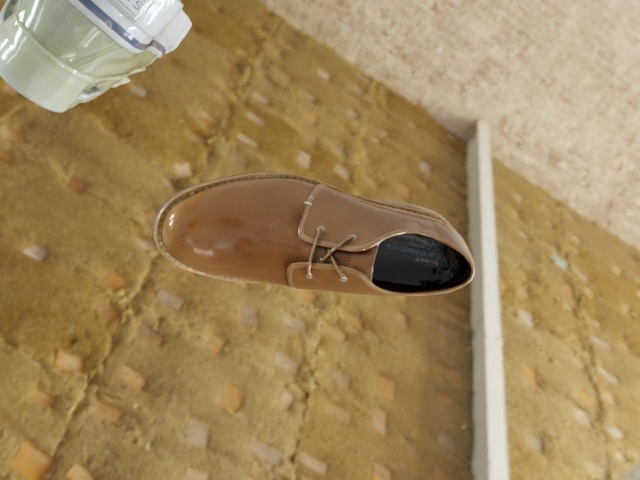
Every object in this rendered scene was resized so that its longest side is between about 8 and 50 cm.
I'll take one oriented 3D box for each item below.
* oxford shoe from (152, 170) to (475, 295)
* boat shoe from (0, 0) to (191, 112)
[{"bbox_3d":[0.000,0.000,0.582,0.212,0.076,0.076,4,-166,-13],"label":"oxford shoe"},{"bbox_3d":[-0.148,-0.144,0.565,0.109,0.094,0.302,46,-178,-14],"label":"boat shoe"}]
